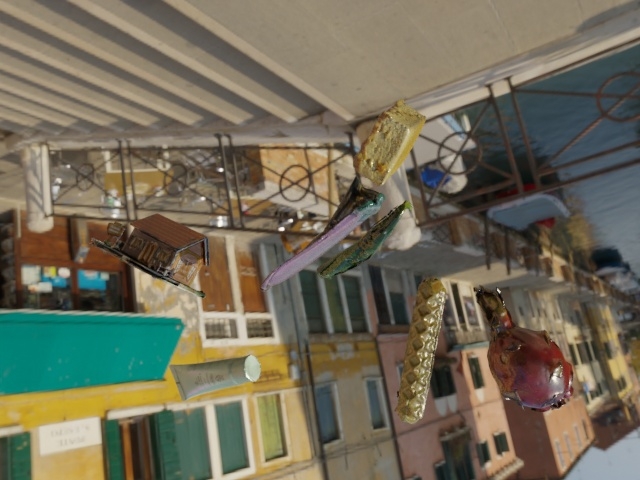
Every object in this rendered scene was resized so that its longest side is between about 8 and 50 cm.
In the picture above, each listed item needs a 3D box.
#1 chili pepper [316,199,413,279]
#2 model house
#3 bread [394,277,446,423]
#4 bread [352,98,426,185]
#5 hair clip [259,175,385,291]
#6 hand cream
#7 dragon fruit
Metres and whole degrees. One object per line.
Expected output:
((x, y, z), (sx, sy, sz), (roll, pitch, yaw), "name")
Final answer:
((0.115, 0.014, 1.473), (0.085, 0.076, 0.359), (3, 151, -36), "chili pepper")
((-0.406, 0.013, 1.416), (0.294, 0.154, 0.207), (22, 169, 29), "model house")
((0.250, 0.272, 1.392), (0.084, 0.367, 0.077), (8, -178, -34), "bread")
((0.184, -0.265, 1.497), (0.185, 0.114, 0.275), (-64, 173, 27), "bread")
((0.001, 0.000, 1.287), (0.095, 0.110, 0.359), (40, 104, -19), "hair clip")
((-0.204, 0.257, 1.061), (0.205, 0.078, 0.050), (-17, -174, 31), "hand cream")
((0.333, 0.182, 0.958), (0.125, 0.246, 0.125), (-30, 174, 29), "dragon fruit")
